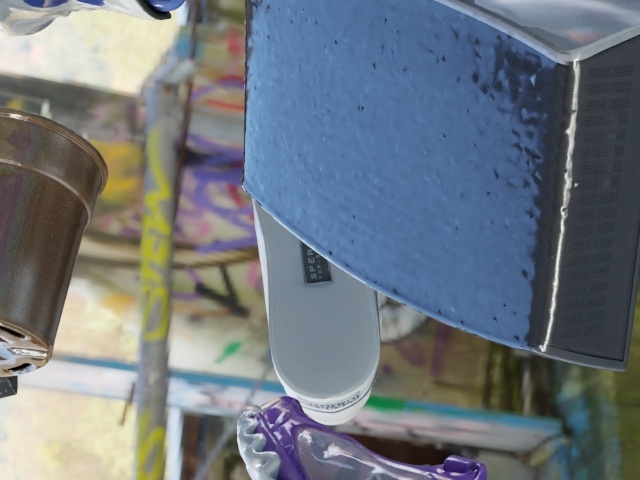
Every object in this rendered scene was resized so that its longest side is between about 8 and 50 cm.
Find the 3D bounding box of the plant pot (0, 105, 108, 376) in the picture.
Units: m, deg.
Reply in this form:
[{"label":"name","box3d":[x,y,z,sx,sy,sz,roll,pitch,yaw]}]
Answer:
[{"label":"plant pot","box3d":[-0.259,0.008,1.061,0.167,0.167,0.165,131,149,-58]}]

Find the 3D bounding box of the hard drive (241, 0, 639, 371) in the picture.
[{"label":"hard drive","box3d":[0.043,-0.053,0.628,0.255,0.054,0.172,30,125,49]}]

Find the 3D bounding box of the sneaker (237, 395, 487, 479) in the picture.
[{"label":"sneaker","box3d":[0.038,0.140,0.671,0.236,0.105,0.095,42,160,57]}]

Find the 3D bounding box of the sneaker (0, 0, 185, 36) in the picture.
[{"label":"sneaker","box3d":[-0.204,-0.238,1.198,0.315,0.182,0.127,143,145,-76]}]

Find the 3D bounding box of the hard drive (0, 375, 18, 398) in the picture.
[{"label":"hard drive","box3d":[-0.383,-0.028,1.343,0.339,0.064,0.237,74,-176,-47]}]

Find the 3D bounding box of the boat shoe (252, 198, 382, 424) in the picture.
[{"label":"boat shoe","box3d":[0.009,0.001,1.300,0.156,0.136,0.367,81,-177,-65]}]
